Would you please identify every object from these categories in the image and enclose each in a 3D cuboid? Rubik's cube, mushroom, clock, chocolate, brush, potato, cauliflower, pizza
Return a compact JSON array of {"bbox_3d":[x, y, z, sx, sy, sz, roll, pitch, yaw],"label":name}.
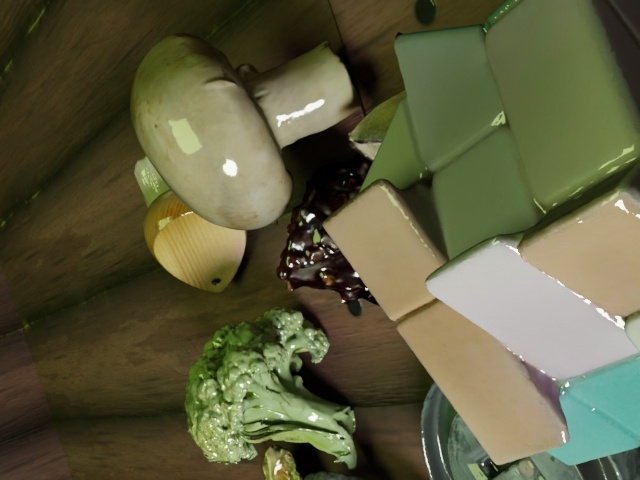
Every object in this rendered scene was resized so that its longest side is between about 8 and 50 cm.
[{"bbox_3d":[0.234,-0.020,0.685,0.358,0.387,0.368,-37,57,49],"label":"Rubik's cube"},{"bbox_3d":[-0.101,-0.173,1.116,0.292,0.290,0.292,56,174,9],"label":"mushroom"},{"bbox_3d":[0.259,0.290,1.019,0.319,0.066,0.319,25,124,46],"label":"clock"},{"bbox_3d":[0.000,0.000,1.142,0.206,0.177,0.224,25,122,46],"label":"chocolate"},{"bbox_3d":[-0.225,-0.032,1.456,0.266,0.174,0.166,82,168,-51],"label":"brush"},{"bbox_3d":[0.159,-0.119,0.962,0.261,0.120,0.100,18,76,56],"label":"potato"},{"bbox_3d":[-0.080,0.239,1.347,0.327,0.281,0.260,136,136,-78],"label":"cauliflower"},{"bbox_3d":[-0.024,0.508,1.444,0.297,0.071,0.189,57,163,19],"label":"pizza"}]

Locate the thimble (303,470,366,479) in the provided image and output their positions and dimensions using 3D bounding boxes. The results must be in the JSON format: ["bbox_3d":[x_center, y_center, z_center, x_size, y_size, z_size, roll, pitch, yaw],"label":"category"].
[{"bbox_3d":[0.032,0.437,1.311,0.150,0.150,0.097,-40,28,52],"label":"thimble"}]
